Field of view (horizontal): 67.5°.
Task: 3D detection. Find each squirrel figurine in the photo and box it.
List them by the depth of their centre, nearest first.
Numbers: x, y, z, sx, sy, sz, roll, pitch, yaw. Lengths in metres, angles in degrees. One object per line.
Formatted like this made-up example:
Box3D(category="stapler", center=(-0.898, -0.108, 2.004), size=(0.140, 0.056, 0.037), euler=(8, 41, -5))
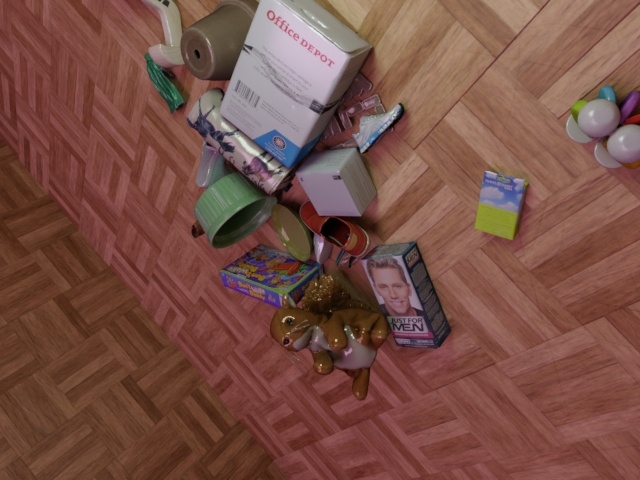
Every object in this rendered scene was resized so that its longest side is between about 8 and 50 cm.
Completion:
Box3D(category="squirrel figurine", center=(0.012, 0.302, 1.682), size=(0.370, 0.397, 0.281), euler=(13, 117, -4))

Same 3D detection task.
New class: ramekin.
Box3D(category="ramekin", center=(-0.321, -0.120, 1.791), size=(0.148, 0.303, 0.303), euler=(52, 139, 12))

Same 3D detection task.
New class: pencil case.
Box3D(category="pencil case", center=(-0.244, -0.325, 1.559), size=(0.410, 0.183, 0.160), euler=(41, 130, 6))

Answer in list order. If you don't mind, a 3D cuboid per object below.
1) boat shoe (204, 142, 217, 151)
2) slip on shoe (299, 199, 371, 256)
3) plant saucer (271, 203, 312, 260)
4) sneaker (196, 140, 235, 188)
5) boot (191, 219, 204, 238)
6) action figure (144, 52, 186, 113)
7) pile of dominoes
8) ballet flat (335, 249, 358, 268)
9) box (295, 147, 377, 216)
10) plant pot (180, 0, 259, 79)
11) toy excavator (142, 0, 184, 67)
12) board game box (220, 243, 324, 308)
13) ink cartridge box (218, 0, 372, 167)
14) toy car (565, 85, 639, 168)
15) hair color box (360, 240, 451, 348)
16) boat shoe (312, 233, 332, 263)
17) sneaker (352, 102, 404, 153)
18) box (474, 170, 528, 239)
Box3D(category="boat shoe", center=(-0.269, -0.340, 1.702), size=(0.302, 0.114, 0.091), euler=(12, 100, 12))
Box3D(category="slip on shoe", center=(0.031, -0.054, 1.599), size=(0.331, 0.101, 0.123), euler=(39, 104, 43))
Box3D(category="plant saucer", center=(-0.102, -0.035, 1.802), size=(0.241, 0.037, 0.241), euler=(42, 150, 32))
Box3D(category="sneaker", center=(-0.383, -0.318, 1.862), size=(0.094, 0.151, 0.256), euler=(23, 96, 33))
Box3D(category="boot", center=(-0.487, -0.105, 2.053), size=(0.072, 0.152, 0.197), euler=(30, 134, 24))
Box3D(category="action figure", center=(-0.615, -0.626, 1.874), size=(0.137, 0.063, 0.232), euler=(-15, 110, 49))
Box3D(category="pile of dominoes", center=(0.086, -0.379, 1.444), size=(0.251, 0.040, 0.196), euler=(-16, 106, 39))
Box3D(category="ballet flat", center=(0.113, 0.025, 1.675), size=(0.067, 0.073, 0.206), euler=(19, 138, -4))
Box3D(category="box", center=(0.051, -0.180, 1.504), size=(0.180, 0.119, 0.182), euler=(4, 137, 41))
Box3D(category="plant pot", center=(-0.297, -0.599, 1.478), size=(0.263, 0.229, 0.263), euler=(22, 130, 30))
Box3D(category="toy excavator", center=(-0.586, -0.864, 1.586), size=(0.222, 0.445, 0.433), euler=(6, 80, 41))
Box3D(category="board game box", center=(-0.189, 0.137, 1.889), size=(0.346, 0.233, 0.078), euler=(15, 127, 34))
Box3D(category="ink cartridge box", center=(-0.081, -0.456, 1.367), size=(0.285, 0.166, 0.395), euler=(39, 131, 4))
Box3D(category="toy car", center=(0.610, -0.240, 0.983), size=(0.182, 0.159, 0.136), euler=(45, 104, 9))
Box3D(category="hair color box", center=(0.283, 0.185, 1.588), size=(0.173, 0.105, 0.348), euler=(-10, 110, 45))
Box3D(category="boat shoe", center=(0.000, 0.000, 1.752), size=(0.063, 0.066, 0.184), euler=(32, 137, 36))
Box3D(category="sneaker", center=(0.155, -0.331, 1.355), size=(0.083, 0.071, 0.190), euler=(53, 132, 4))
Box3D(category="box", center=(0.475, -0.097, 1.262), size=(0.109, 0.042, 0.178), euler=(20, 129, 31))
